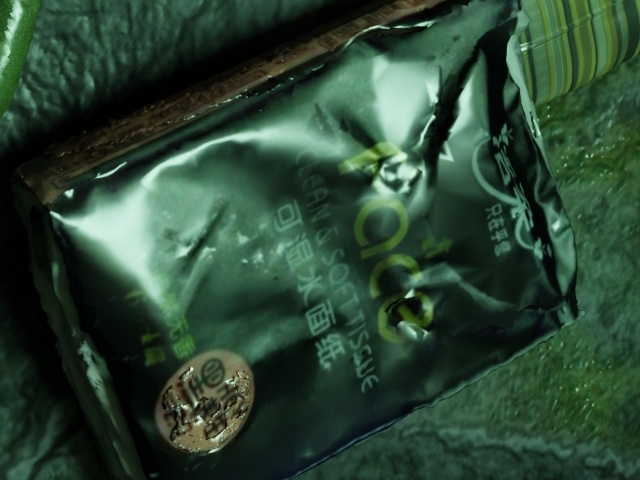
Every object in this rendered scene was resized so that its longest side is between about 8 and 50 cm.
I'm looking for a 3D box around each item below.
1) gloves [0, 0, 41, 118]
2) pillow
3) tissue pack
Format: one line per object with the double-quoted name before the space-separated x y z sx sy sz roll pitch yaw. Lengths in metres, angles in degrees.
"gloves" -0.219 -0.077 0.698 0.268 0.135 0.107 -63 168 1
"pillow" 0.181 -0.160 0.977 0.203 0.038 0.113 -29 119 -22
"tissue pack" 0.000 0.000 0.860 0.332 0.123 0.245 -27 121 -24
